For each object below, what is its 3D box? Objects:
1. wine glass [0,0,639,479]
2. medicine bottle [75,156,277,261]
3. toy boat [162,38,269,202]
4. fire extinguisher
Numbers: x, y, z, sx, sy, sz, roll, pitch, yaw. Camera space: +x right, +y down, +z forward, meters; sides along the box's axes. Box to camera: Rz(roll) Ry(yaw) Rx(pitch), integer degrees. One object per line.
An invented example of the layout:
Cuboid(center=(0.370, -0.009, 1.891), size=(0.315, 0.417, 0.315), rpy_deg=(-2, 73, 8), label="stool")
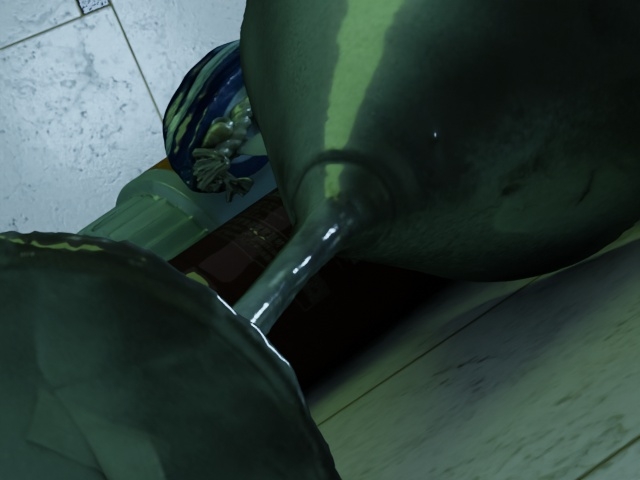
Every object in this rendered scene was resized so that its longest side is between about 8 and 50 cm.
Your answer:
Cuboid(center=(0.000, 0.000, 0.868), size=(0.267, 0.267, 0.406), rpy_deg=(-26, 16, 36), label="wine glass")
Cuboid(center=(-0.018, -0.026, 1.318), size=(0.318, 0.158, 0.158), rpy_deg=(-36, 9, -31), label="medicine bottle")
Cuboid(center=(0.038, -0.090, 1.152), size=(0.291, 0.067, 0.220), rpy_deg=(5, 35, 42), label="toy boat")
Cuboid(center=(0.031, 0.003, 1.164), size=(0.337, 0.135, 0.114), rpy_deg=(-37, -32, -24), label="fire extinguisher")
